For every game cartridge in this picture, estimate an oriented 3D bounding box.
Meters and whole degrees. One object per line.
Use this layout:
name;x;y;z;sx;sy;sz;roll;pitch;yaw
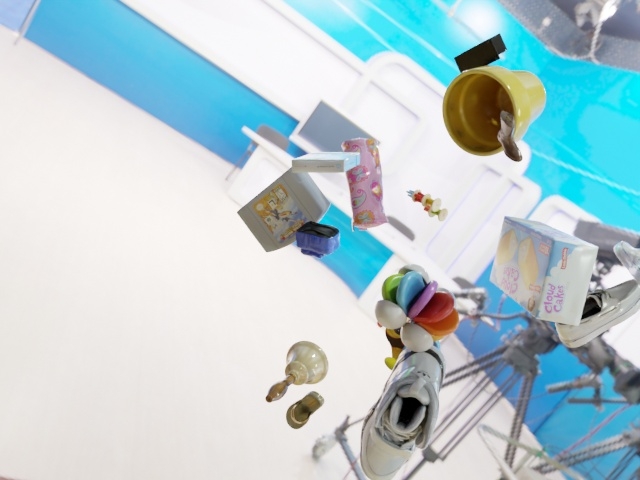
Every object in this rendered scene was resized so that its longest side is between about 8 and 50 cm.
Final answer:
game cartridge;-0.118;-0.091;1.966;0.198;0.297;0.062;55;32;1

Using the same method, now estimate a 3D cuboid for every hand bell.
hand bell;-0.077;0.354;1.548;0.126;0.126;0.242;39;21;9

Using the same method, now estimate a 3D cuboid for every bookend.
bookend;0.540;-0.607;1.954;0.156;0.157;0.072;-15;-74;55

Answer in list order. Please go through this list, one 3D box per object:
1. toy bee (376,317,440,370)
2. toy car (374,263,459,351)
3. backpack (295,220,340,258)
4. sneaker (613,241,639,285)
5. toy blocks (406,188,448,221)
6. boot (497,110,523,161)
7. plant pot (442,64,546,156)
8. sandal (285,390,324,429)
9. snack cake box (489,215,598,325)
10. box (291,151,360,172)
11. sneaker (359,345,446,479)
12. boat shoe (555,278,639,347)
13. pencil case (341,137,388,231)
toy bee;0.224;0.259;1.558;0.162;0.299;0.195;13;-5;30
toy car;0.217;0.136;1.300;0.182;0.159;0.136;41;-28;-2
backpack;0.000;0.000;1.831;0.120;0.101;0.098;9;32;25
sneaker;0.825;0.057;1.542;0.094;0.091;0.258;46;21;-10
toy blocks;0.395;-0.138;2.287;0.148;0.054;0.123;31;-11;44
boot;0.488;-0.266;1.556;0.106;0.037;0.114;59;-5;24
plant pot;0.531;-0.400;1.797;0.239;0.254;0.254;-26;57;-35
sandal;-0.052;0.497;1.761;0.072;0.180;0.049;38;38;-1
snack cake box;0.434;0.050;1.213;0.089;0.152;0.264;10;11;-5
box;0.019;-0.214;1.662;0.145;0.038;0.186;2;13;16
sneaker;0.165;0.415;1.348;0.137;0.366;0.210;23;16;10
boat shoe;0.733;0.171;1.595;0.088;0.267;0.096;56;4;-25
pencil case;0.136;-0.175;1.896;0.124;0.124;0.284;-5;88;-71
